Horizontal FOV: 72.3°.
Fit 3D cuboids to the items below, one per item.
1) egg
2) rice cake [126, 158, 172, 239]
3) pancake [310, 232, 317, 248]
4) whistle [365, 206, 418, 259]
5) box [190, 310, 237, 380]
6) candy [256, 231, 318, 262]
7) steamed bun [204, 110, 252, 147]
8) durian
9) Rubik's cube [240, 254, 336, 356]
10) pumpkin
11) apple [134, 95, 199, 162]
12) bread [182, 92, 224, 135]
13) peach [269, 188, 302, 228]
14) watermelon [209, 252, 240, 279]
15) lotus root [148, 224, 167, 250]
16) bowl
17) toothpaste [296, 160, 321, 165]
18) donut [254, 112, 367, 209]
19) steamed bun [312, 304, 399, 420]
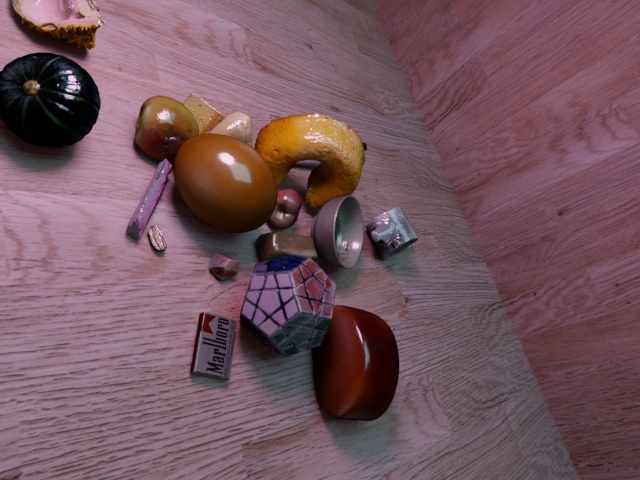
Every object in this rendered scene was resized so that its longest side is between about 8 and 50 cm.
[{"bbox_3d":[-0.298,-0.181,1.393,0.351,0.282,0.283,43,41,-13],"label":"egg"},{"bbox_3d":[-0.504,-0.131,1.310,0.051,0.081,0.290,23,49,-18],"label":"rice cake"},{"bbox_3d":[0.001,-0.001,1.790,0.114,0.011,0.115,25,49,-33],"label":"pancake"},{"bbox_3d":[0.338,-0.021,2.059,0.168,0.188,0.405,62,6,14],"label":"whistle"},{"bbox_3d":[-0.305,0.303,1.258,0.115,0.036,0.178,26,49,-32],"label":"box"},{"bbox_3d":[-0.116,0.034,1.580,0.233,0.102,0.104,9,59,-45],"label":"candy"},{"bbox_3d":[-0.309,-0.340,1.539,0.231,0.213,0.110,-4,38,-44],"label":"steamed bun"},{"bbox_3d":[-0.813,-0.701,1.324,0.195,0.185,0.305,-30,84,-32],"label":"durian"},{"bbox_3d":[-0.101,0.195,1.359,0.319,0.318,0.264,-29,113,-51],"label":"Rubik's cube"},{"bbox_3d":[-0.708,-0.361,1.171,0.248,0.248,0.248,25,49,-33],"label":"pumpkin"},{"bbox_3d":[-0.491,-0.360,1.415,0.188,0.173,0.207,19,68,-33],"label":"apple"},{"bbox_3d":[-0.422,-0.437,1.547,0.147,0.152,0.127,40,32,-20],"label":"bread"},{"bbox_3d":[-0.134,-0.127,1.645,0.152,0.152,0.152,25,49,-33],"label":"peach"},{"bbox_3d":[-0.301,0.072,1.391,0.092,0.072,0.084,59,22,9],"label":"watermelon"},{"bbox_3d":[-0.480,-0.003,1.288,0.037,0.030,0.083,-23,77,-19],"label":"lotus root"},{"bbox_3d":[0.052,-0.035,1.708,0.289,0.146,0.290,-12,103,-62],"label":"bowl"},{"bbox_3d":[-0.093,-0.367,1.903,0.299,0.073,0.114,0,66,-37],"label":"toothpaste"},{"bbox_3d":[-0.031,-0.296,1.683,0.435,0.377,0.164,27,48,-25],"label":"donut"},{"bbox_3d":[0.125,0.396,1.472,0.235,0.248,0.380,20,51,-37],"label":"steamed bun"}]
